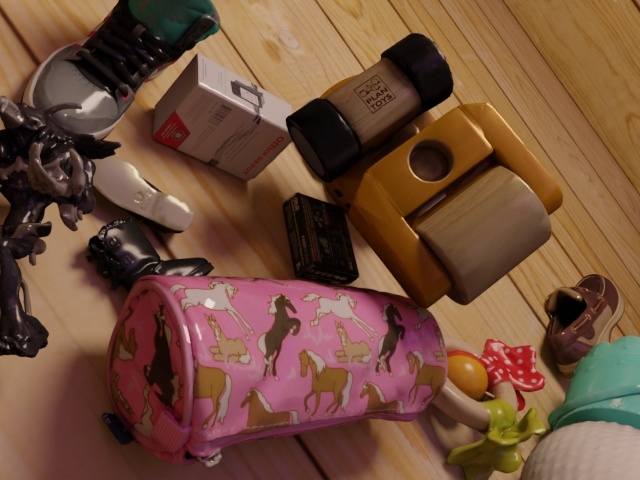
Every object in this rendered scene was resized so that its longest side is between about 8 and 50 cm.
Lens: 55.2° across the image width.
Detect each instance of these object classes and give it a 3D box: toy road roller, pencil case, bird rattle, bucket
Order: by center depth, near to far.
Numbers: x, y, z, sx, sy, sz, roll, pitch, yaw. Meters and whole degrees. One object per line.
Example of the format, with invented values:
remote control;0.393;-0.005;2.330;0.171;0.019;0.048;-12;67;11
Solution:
pencil case;-0.023;0.127;0.649;0.386;0.160;0.167;7;94;-46
toy road roller;0.117;-0.075;0.798;0.329;0.202;0.240;52;-8;10
bird rattle;0.238;0.210;0.904;0.207;0.143;0.253;32;36;-3
bucket;0.526;0.318;1.012;0.281;0.281;0.183;54;45;-1

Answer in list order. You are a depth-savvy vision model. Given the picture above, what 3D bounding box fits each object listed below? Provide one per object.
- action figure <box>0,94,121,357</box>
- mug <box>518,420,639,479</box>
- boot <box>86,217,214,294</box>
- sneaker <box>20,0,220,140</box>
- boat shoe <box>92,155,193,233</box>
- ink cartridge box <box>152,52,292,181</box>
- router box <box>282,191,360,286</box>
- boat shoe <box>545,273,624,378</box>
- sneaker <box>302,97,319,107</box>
action figure;-0.266;-0.038;0.510;0.164;0.141;0.275;-1;60;-1
mug;0.443;0.389;0.777;0.374;0.276;0.328;10;7;-2
boot;-0.181;0.019;0.656;0.099;0.045;0.121;50;35;4
sneaker;-0.209;-0.233;0.703;0.124;0.178;0.295;40;40;-18
boat shoe;-0.206;-0.049;0.682;0.133;0.042;0.049;34;67;-25
ink cartridge box;-0.123;-0.154;0.794;0.150;0.109;0.063;22;44;-36
router box;0.000;0.000;0.869;0.092;0.038;0.122;16;50;-41
boat shoe;0.544;0.145;1.291;0.123;0.123;0.342;53;43;-4
sneaker;0.053;-0.121;1.002;0.240;0.091;0.126;59;19;7
